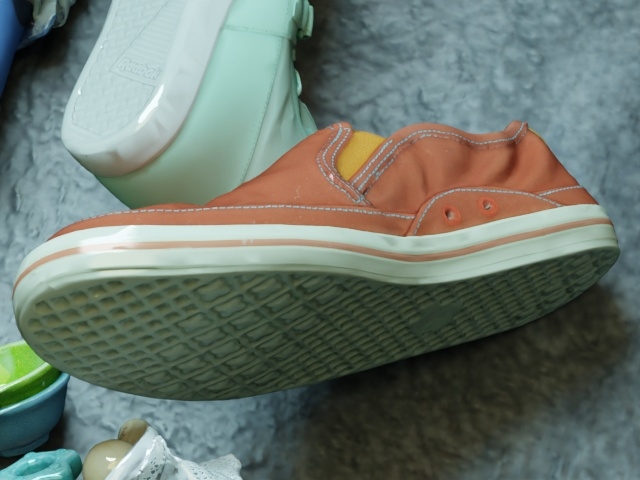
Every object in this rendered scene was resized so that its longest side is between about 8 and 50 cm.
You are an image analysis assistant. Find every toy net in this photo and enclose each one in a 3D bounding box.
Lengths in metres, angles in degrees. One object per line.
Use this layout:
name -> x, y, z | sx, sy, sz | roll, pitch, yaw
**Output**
toy net -> -0.124, 0.097, 0.761 | 0.122, 0.232, 0.045 | -26, 109, -33

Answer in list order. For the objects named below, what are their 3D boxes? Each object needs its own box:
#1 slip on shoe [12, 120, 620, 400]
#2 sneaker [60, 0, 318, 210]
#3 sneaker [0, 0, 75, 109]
slip on shoe -> 0.000, 0.000, 0.806 | 0.331, 0.123, 0.101 | -9, 62, -38
sneaker -> -0.036, -0.098, 0.903 | 0.094, 0.151, 0.256 | -2, 52, 35
sneaker -> -0.123, -0.209, 0.943 | 0.236, 0.130, 0.323 | -9, 59, -3
